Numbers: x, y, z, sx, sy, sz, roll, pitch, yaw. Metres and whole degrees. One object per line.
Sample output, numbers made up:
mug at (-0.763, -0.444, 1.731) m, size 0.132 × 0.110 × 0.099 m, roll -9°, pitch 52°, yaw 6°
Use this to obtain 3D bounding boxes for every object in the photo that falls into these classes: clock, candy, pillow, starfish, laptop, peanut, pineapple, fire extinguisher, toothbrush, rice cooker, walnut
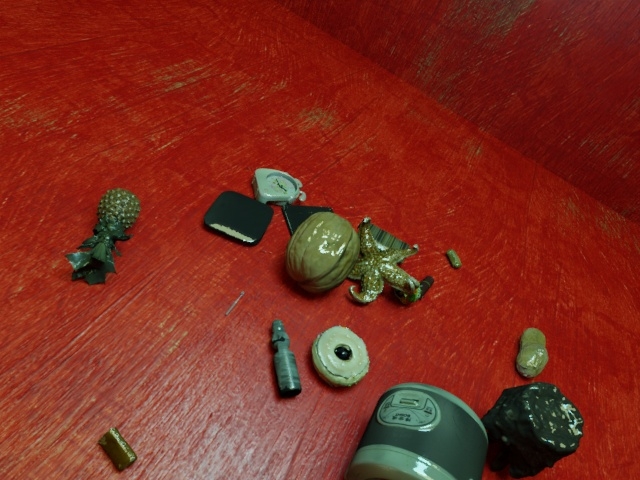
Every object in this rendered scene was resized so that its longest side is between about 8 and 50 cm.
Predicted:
clock at (-0.150, -0.190, 1.579) m, size 0.191 × 0.062 × 0.151 m, roll 4°, pitch 47°, yaw -26°
candy at (0.229, 0.105, 1.506) m, size 0.083 × 0.091 × 0.305 m, roll 6°, pitch 32°, yaw -52°
pillow at (0.235, 0.005, 1.617) m, size 0.203 × 0.038 × 0.113 m, roll 31°, pitch 45°, yaw 3°
starfish at (0.187, 0.064, 1.427) m, size 0.312 × 0.113 × 0.303 m, roll -16°, pitch 61°, yaw -4°
laptop at (-0.026, -0.067, 1.553) m, size 0.207 × 0.026 × 0.153 m, roll 1°, pitch 49°, yaw -28°
peanut at (0.732, 0.386, 1.486) m, size 0.099 × 0.099 × 0.214 m, roll 34°, pitch 37°, yaw 6°
pineapple at (-0.577, -0.019, 1.151) m, size 0.130 × 0.119 × 0.277 m, roll 28°, pitch 41°, yaw -30°
fire extinguisher at (0.362, 0.170, 1.525) m, size 0.056 × 0.039 × 0.132 m, roll 13°, pitch 33°, yaw 34°
toothbrush at (-0.242, 0.177, 1.216) m, size 0.006 × 0.008 × 0.097 m, roll 21°, pitch 42°, yaw 11°
rice cooker at (0.215, 0.497, 0.964) m, size 0.288 × 0.288 × 0.277 m, roll 35°, pitch 44°, yaw 7°
walnut at (0.009, 0.034, 1.327) m, size 0.225 × 0.225 × 0.261 m, roll 32°, pitch 71°, yaw 3°

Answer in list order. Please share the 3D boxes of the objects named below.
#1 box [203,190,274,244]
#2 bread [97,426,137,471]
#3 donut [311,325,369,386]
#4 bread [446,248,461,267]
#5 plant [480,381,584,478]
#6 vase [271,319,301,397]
box at (-0.266, -0.079, 1.425) m, size 0.201 × 0.042 × 0.212 m, roll 23°, pitch 42°, yaw -6°
bread at (-0.408, 0.421, 0.868) m, size 0.083 × 0.047 × 0.036 m, roll 45°, pitch 14°, yaw 14°
donut at (0.052, 0.324, 1.189) m, size 0.175 × 0.068 × 0.174 m, roll 15°, pitch 46°, yaw -16°
bread at (0.531, 0.074, 1.712) m, size 0.049 × 0.034 × 0.088 m, roll 12°, pitch 47°, yaw -38°
plant at (0.536, 0.496, 1.139) m, size 0.188 × 0.276 × 0.199 m, roll 42°, pitch 53°, yaw 20°
vase at (-0.099, 0.304, 1.134) m, size 0.060 × 0.060 × 0.211 m, roll 4°, pitch 47°, yaw -25°
